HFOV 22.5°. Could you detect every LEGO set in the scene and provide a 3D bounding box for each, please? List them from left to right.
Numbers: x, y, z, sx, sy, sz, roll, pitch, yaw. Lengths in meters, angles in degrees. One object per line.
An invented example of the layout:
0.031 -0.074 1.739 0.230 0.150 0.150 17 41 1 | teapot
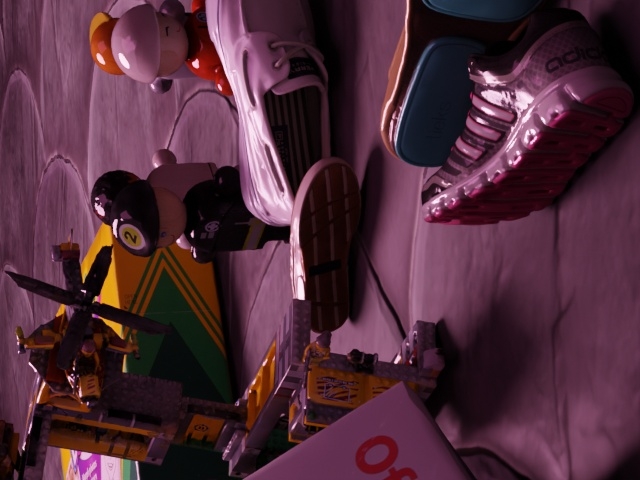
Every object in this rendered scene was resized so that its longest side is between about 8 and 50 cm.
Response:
-0.060 0.146 0.997 0.192 0.331 0.255 117 167 -51 | LEGO set

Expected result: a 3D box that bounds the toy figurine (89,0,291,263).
-0.113 -0.092 1.300 0.209 0.148 0.213 -158 66 -68 | toy figurine

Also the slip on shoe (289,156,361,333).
0.000 0.000 1.154 0.041 0.051 0.135 -131 35 -55 | slip on shoe

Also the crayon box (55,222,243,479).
-0.181 0.181 1.585 0.363 0.106 0.313 131 133 -62 | crayon box

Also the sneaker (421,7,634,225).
0.101 -0.064 0.850 0.170 0.063 0.075 132 132 -56 | sneaker

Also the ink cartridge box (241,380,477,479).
-0.039 0.286 0.783 0.160 0.385 0.279 59 179 -38 | ink cartridge box

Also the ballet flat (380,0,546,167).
0.078 -0.136 0.886 0.232 0.080 0.073 114 161 -49 | ballet flat

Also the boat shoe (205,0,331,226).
-0.024 -0.121 1.179 0.076 0.083 0.226 11 115 57 | boat shoe
